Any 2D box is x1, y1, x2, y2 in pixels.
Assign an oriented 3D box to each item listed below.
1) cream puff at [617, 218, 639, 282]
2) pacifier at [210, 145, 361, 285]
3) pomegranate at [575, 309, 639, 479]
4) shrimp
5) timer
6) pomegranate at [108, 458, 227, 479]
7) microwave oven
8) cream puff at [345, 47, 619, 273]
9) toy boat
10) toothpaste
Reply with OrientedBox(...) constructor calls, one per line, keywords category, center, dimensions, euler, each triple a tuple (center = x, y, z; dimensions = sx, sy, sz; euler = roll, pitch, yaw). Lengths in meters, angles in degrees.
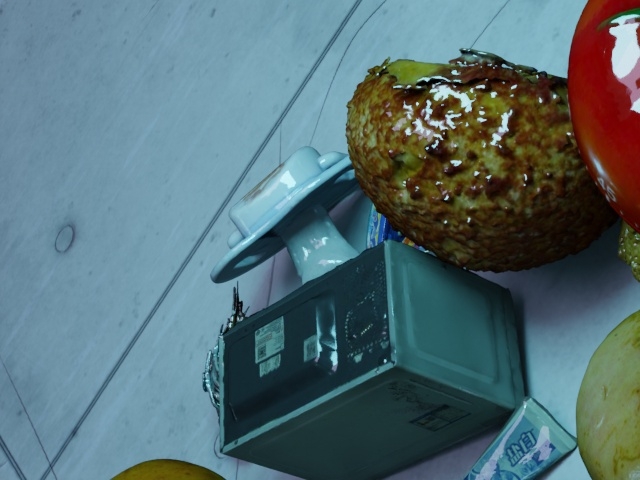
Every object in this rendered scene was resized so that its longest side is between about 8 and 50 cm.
OrientedBox(category="cream puff", center=(0.377, -0.010, 1.835), dimensions=(0.126, 0.103, 0.144), euler=(23, 93, 49))
OrientedBox(category="pacifier", center=(0.000, 0.000, 2.216), dimensions=(0.279, 0.227, 0.207), euler=(-40, 78, 22))
OrientedBox(category="pomegranate", center=(0.355, 0.192, 1.657), dimensions=(0.270, 0.229, 0.252), euler=(-53, 40, 22))
OrientedBox(category="shrimp", center=(-0.112, 0.166, 2.279), dimensions=(0.079, 0.090, 0.232), euler=(129, 141, -70))
OrientedBox(category="timer", center=(0.429, -0.148, 1.673), dimensions=(0.378, 0.279, 0.378), euler=(-5, 69, 12))
OrientedBox(category="pomegranate", center=(-0.193, 0.403, 2.110), dimensions=(0.264, 0.264, 0.264), euler=(-24, 54, 38))
OrientedBox(category="microwave oven", center=(0.053, 0.143, 2.006), dimensions=(0.295, 0.237, 0.181), euler=(-31, 49, 39))
OrientedBox(category="cream puff", center=(0.186, -0.079, 1.909), dimensions=(0.350, 0.350, 0.228), euler=(6, 90, 49))
OrientedBox(category="toy boat", center=(0.112, -0.005, 2.134), dimensions=(0.110, 0.091, 0.175), euler=(6, 79, 41))
OrientedBox(category="toothpaste", center=(0.173, 0.290, 1.941), dimensions=(0.268, 0.047, 0.069), euler=(-49, 47, 16))
